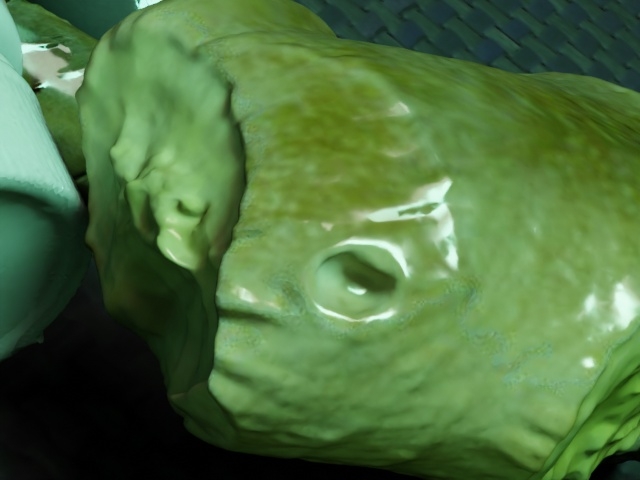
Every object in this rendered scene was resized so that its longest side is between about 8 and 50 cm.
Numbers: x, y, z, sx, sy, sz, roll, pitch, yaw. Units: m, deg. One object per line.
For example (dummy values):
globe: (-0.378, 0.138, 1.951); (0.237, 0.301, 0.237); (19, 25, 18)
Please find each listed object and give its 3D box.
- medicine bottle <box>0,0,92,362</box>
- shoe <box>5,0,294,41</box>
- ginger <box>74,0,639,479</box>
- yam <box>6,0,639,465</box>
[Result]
medicine bottle: (-0.184, -0.072, 0.679); (0.144, 0.144, 0.252); (-5, 55, -35)
shoe: (-0.094, -0.131, 0.830); (0.241, 0.093, 0.108); (32, 39, 2)
ginger: (0.033, -0.007, 0.648); (0.221, 0.130, 0.275); (34, 20, 14)
yam: (0.000, 0.000, 0.779); (0.317, 0.067, 0.071); (28, 61, -4)
